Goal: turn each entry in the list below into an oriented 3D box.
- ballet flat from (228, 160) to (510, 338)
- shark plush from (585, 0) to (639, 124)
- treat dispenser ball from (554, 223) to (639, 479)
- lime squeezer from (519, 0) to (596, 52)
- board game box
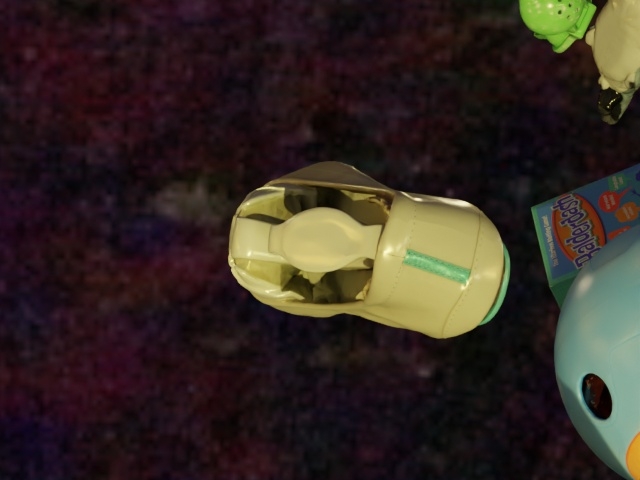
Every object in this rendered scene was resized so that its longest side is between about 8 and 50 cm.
[{"bbox_3d":[0.000,0.000,0.876,0.086,0.086,0.248,-8,5,-27],"label":"ballet flat"},{"bbox_3d":[0.192,-0.109,0.971,0.067,0.161,0.073,-20,53,-21],"label":"shark plush"},{"bbox_3d":[0.377,0.113,1.718,0.288,0.288,0.288,4,22,-1],"label":"treat dispenser ball"},{"bbox_3d":[0.180,-0.194,1.461,0.110,0.059,0.310,7,-5,27],"label":"lime squeezer"},{"bbox_3d":[0.352,-0.017,1.967,0.210,0.047,0.160,-23,33,13],"label":"board game box"}]
